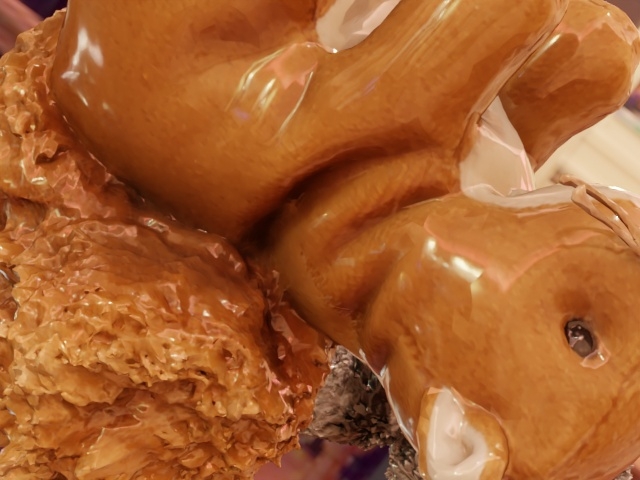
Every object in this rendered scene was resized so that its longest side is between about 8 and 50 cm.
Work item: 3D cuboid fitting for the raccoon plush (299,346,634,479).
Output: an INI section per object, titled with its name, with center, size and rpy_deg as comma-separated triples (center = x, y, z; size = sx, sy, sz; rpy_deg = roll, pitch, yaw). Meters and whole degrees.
[raccoon plush]
center = 0.133, 0.286, 1.526
size = 0.446, 0.216, 0.299
rpy_deg = 7, 55, -14

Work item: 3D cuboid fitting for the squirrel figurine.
[squirrel figurine]
center = 0.000, 0.000, 0.867
size = 0.370, 0.397, 0.281
rpy_deg = 59, 10, 15
